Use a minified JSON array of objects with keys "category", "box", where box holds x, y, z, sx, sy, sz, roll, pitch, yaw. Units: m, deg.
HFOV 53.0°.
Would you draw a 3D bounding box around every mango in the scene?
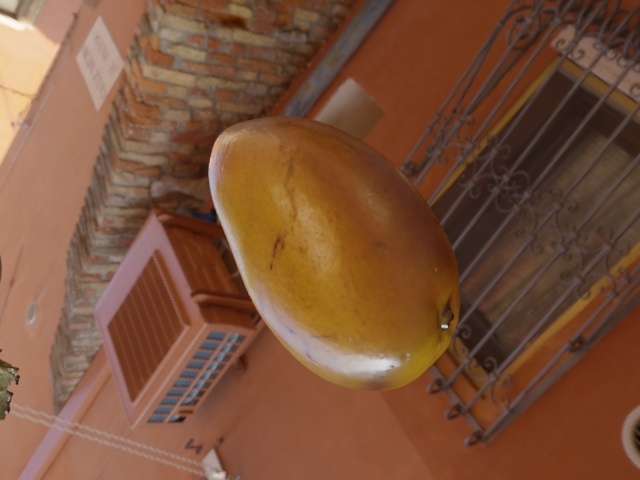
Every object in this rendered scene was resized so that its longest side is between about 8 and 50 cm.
[{"category":"mango","box":[0.000,0.000,0.435,0.219,0.145,0.112,49,-145,15]}]

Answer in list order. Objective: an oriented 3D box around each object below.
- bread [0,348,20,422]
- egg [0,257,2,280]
[{"category":"bread","box":[-0.535,0.152,0.794,0.239,0.111,0.246,8,167,39]},{"category":"egg","box":[-0.432,0.027,0.582,0.264,0.183,0.183,4,-142,-47]}]
